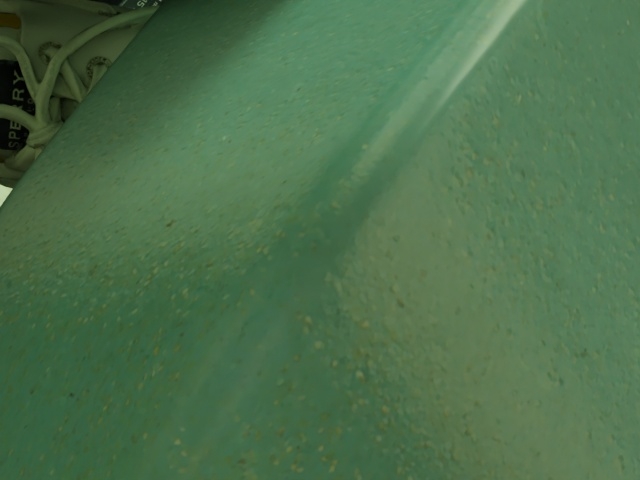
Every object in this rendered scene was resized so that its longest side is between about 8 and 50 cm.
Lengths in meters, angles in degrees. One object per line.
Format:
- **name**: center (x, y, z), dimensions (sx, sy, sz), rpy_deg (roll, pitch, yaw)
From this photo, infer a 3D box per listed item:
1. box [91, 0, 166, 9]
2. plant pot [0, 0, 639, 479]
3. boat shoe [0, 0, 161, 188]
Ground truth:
- **box**: center (-0.144, -0.127, 1.153), dimensions (0.158, 0.156, 0.093), rpy_deg (28, 19, -52)
- **plant pot**: center (0.002, 0.058, 0.589), dimensions (0.247, 0.252, 0.247), rpy_deg (-6, -57, 47)
- **boat shoe**: center (-0.134, -0.071, 0.817), dimensions (0.367, 0.136, 0.156), rpy_deg (17, 16, 19)
